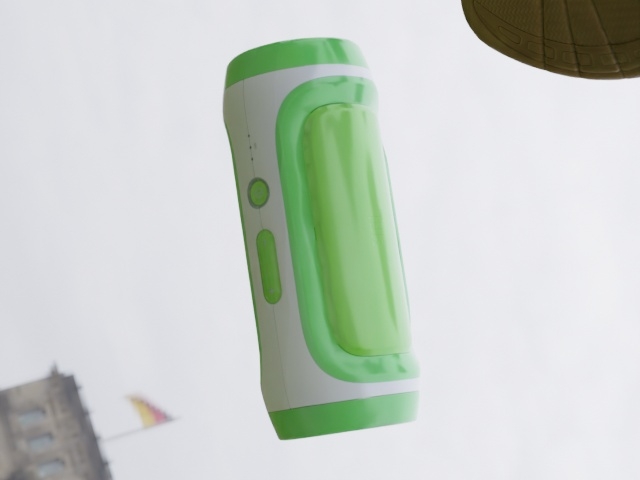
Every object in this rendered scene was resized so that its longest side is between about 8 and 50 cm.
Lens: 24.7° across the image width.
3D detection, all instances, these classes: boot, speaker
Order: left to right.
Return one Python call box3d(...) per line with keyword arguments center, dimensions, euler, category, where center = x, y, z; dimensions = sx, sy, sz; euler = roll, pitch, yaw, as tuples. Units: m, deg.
box3d(center=(0.000, 0.000, 1.132), dimensions=(0.131, 0.131, 0.297), euler=(156, -73, -66), category="speaker")
box3d(center=(0.239, -0.209, 0.987), dimensions=(0.262, 0.203, 0.095), euler=(-1, -46, 24), category="boot")
